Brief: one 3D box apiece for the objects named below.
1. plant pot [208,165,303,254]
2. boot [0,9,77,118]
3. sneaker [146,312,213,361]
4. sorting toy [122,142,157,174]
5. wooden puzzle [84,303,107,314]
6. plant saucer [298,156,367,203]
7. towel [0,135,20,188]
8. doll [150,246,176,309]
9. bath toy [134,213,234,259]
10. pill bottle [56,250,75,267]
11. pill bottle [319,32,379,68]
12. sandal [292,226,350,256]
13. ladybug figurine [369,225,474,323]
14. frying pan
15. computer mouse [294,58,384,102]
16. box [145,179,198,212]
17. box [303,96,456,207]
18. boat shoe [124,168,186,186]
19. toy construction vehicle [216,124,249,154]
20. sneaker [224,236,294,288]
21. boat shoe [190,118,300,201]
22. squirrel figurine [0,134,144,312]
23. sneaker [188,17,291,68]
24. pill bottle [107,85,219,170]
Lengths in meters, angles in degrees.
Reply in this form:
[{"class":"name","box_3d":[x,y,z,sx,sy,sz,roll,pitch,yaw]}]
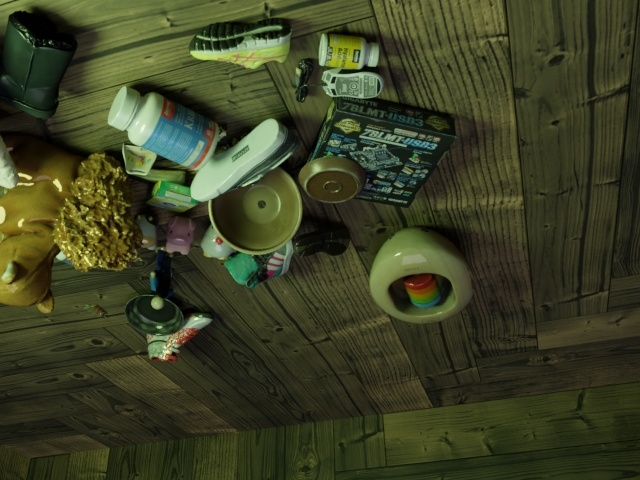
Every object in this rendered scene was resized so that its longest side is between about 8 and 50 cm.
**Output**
[{"class":"plant pot","box_3d":[-0.157,-0.087,1.695,0.237,0.238,0.110,-5,-174,5]},{"class":"boot","box_3d":[-0.621,-0.371,1.321,0.246,0.094,0.207,22,133,-17]},{"class":"sneaker","box_3d":[-0.485,0.342,2.318,0.270,0.145,0.090,-14,158,20]},{"class":"sorting toy","box_3d":[-0.438,-0.190,1.608,0.083,0.075,0.045,6,145,-10]},{"class":"wooden puzzle","box_3d":[-0.775,0.237,2.286,0.049,0.006,0.083,-12,145,15]},{"class":"plant saucer","box_3d":[0.030,-0.140,1.623,0.168,0.029,0.168,0,145,0]},{"class":"towel","box_3d":[-0.794,-0.278,1.370,0.316,0.053,0.332,24,148,14]},{"class":"doll","box_3d":[-0.464,0.116,1.958,0.046,0.189,0.129,-12,144,15]},{"class":"bath toy","box_3d":[-0.400,-0.027,1.814,0.348,0.151,0.129,7,113,-15]},{"class":"pill bottle","box_3d":[-0.725,0.036,1.938,0.067,0.067,0.120,-22,141,28]},{"class":"pill bottle","box_3d":[0.058,-0.383,1.352,0.116,0.065,0.065,3,146,-8]},{"class":"sandal","box_3d":[0.000,0.000,1.885,0.219,0.060,0.090,-9,124,-40]},{"class":"ladybug figurine","box_3d":[0.300,0.104,1.993,0.304,0.162,0.449,-10,145,11]},{"class":"frying pan","box_3d":[-0.556,0.196,2.197,0.197,0.053,0.326,2,129,2]},{"class":"computer mouse","box_3d":[0.040,-0.343,1.433,0.192,0.042,0.106,3,139,3]},{"class":"box","box_3d":[-0.385,-0.110,1.708,0.105,0.043,0.179,14,171,-23]},{"class":"box","box_3d":[0.132,-0.207,1.607,0.295,0.073,0.293,9,144,-13]},{"class":"boat shoe","box_3d":[-0.417,-0.168,1.677,0.152,0.048,0.056,12,170,-8]},{"class":"toy construction vehicle","box_3d":[-0.224,-0.240,1.586,0.098,0.035,0.085,-31,142,33]},{"class":"sneaker","box_3d":[-0.180,0.037,1.875,0.178,0.124,0.296,-27,154,-22]},{"class":"boat shoe","box_3d":[-0.179,-0.173,1.580,0.301,0.108,0.102,-34,140,24]},{"class":"squirrel figurine","box_3d":[-0.627,-0.026,1.567,0.396,0.371,0.281,-1,146,5]},{"class":"sneaker","box_3d":[-0.158,-0.379,1.336,0.208,0.082,0.094,-3,148,2]},{"class":"pill bottle","box_3d":[-0.348,-0.252,1.477,0.221,0.124,0.124,23,139,-33]}]
